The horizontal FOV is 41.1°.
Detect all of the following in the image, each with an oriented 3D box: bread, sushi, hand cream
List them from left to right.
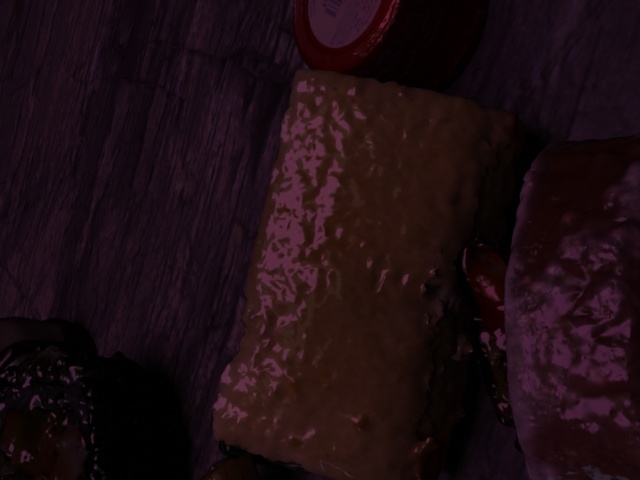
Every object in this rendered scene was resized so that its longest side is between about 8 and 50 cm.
[{"bbox_3d":[-0.365,0.307,1.267,0.351,0.178,0.294,-6,76,38],"label":"sushi"},{"bbox_3d":[0.049,0.042,0.825,0.236,0.165,0.376,15,94,6],"label":"bread"},{"bbox_3d":[0.071,-0.252,0.919,0.193,0.125,0.193,-11,75,47],"label":"hand cream"},{"bbox_3d":[0.187,0.094,0.732,0.103,0.097,0.226,-15,95,25],"label":"sushi"}]

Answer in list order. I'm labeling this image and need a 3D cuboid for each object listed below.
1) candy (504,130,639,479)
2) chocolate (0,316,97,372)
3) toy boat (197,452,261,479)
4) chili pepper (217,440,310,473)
[{"bbox_3d":[0.224,0.063,0.601,0.157,0.214,0.290,-10,76,44],"label":"candy"},{"bbox_3d":[-0.534,0.265,1.513,0.283,0.186,0.284,-11,75,50],"label":"chocolate"},{"bbox_3d":[-0.150,0.366,1.079,0.310,0.115,0.089,-51,54,33],"label":"toy boat"},{"bbox_3d":[-0.032,0.233,1.009,0.227,0.059,0.088,-5,75,48],"label":"chili pepper"}]
